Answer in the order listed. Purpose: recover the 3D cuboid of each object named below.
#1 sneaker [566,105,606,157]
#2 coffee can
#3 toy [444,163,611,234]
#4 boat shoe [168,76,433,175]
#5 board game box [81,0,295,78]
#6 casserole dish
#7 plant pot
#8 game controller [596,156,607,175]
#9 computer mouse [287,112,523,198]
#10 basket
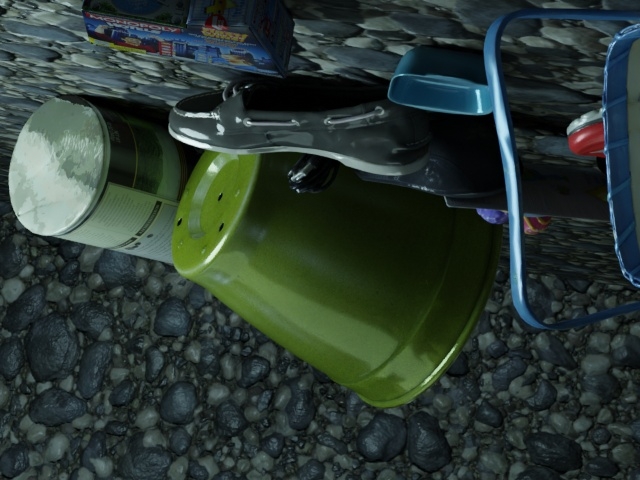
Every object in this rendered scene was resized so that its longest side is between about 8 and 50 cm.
[{"bbox_3d":[0.392,-0.080,1.631,0.279,0.118,0.107,7,174,14],"label":"sneaker"},{"bbox_3d":[-0.279,-0.081,2.263,0.201,0.202,0.275,4,173,41],"label":"coffee can"},{"bbox_3d":[0.255,-0.044,1.880,0.237,0.056,0.137,2,-153,-7],"label":"toy"},{"bbox_3d":[-0.027,-0.153,1.807,0.335,0.095,0.112,10,-147,24],"label":"boat shoe"},{"bbox_3d":[-0.114,-0.208,1.417,0.194,0.060,0.194,9,174,-5],"label":"board game box"},{"bbox_3d":[0.129,-0.164,1.611,0.114,0.037,0.188,9,174,1],"label":"casserole dish"},{"bbox_3d":[0.000,0.000,2.153,0.353,0.366,0.366,24,168,-25],"label":"plant pot"},{"bbox_3d":[0.492,-0.080,1.877,0.319,0.067,0.166,11,160,-28],"label":"game controller"},{"bbox_3d":[0.107,-0.112,1.857,0.272,0.072,0.188,8,-149,26],"label":"computer mouse"},{"bbox_3d":[0.278,-0.072,1.274,0.289,0.255,0.201,-8,-176,-14],"label":"basket"}]
